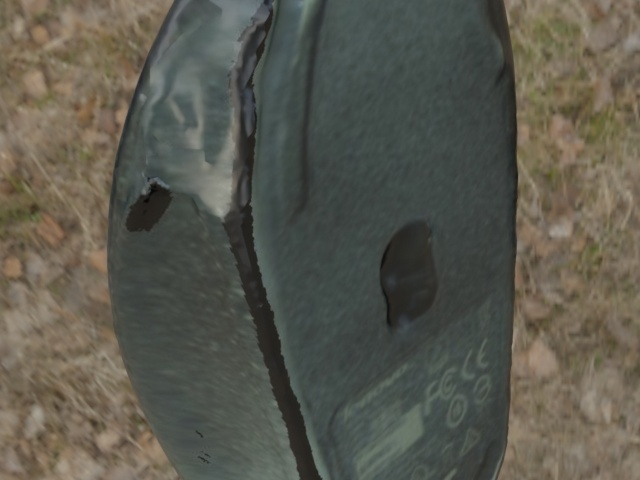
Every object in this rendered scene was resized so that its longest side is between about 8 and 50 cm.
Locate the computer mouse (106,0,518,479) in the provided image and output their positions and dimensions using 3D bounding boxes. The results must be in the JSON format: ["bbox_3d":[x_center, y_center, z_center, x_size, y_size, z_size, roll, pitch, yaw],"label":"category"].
[{"bbox_3d":[-0.004,0.000,0.678,0.114,0.374,0.203,23,41,38],"label":"computer mouse"}]
